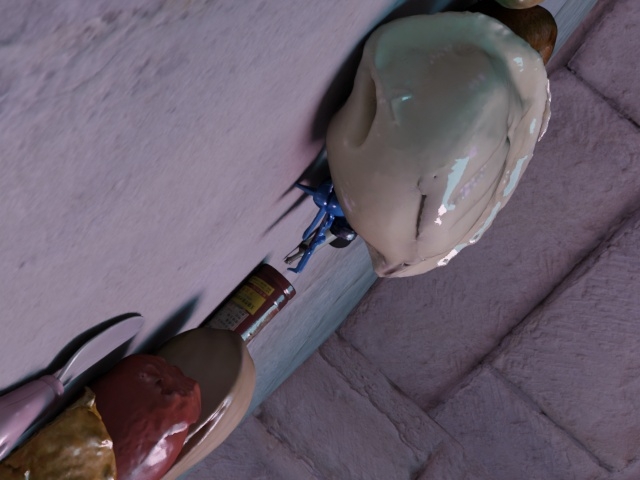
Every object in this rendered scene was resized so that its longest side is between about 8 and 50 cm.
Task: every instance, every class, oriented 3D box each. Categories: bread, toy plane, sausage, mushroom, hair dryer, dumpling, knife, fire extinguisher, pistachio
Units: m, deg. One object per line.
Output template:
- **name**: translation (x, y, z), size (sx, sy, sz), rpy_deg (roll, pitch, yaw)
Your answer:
- **bread**: translation (-0.305, 0.278, 1.093), size (0.229, 0.139, 0.143), rpy_deg (-38, -170, 0)
- **toy plane**: translation (0.034, -0.066, 1.518), size (0.254, 0.105, 0.271), rpy_deg (-64, 165, 11)
- **sausage**: translation (-0.270, 0.266, 1.278), size (0.279, 0.152, 0.152), rpy_deg (-46, 172, 1)
- **mushroom**: translation (0.221, -0.235, 1.496), size (0.278, 0.163, 0.297), rpy_deg (-53, 178, -41)
- **hair dryer**: translation (0.000, 0.000, 1.873), size (0.198, 0.057, 0.100), rpy_deg (-31, 164, -37)
- **dumpling**: translation (0.167, -0.110, 1.291), size (0.315, 0.233, 0.395), rpy_deg (-17, 130, -17)
- **knife**: translation (-0.274, 0.138, 1.100), size (0.081, 0.043, 0.336), rpy_deg (-55, 176, 29)
- **fire extinguisher**: translation (-0.138, 0.160, 1.645), size (0.252, 0.106, 0.075), rpy_deg (-47, -168, -14)
- **pistachio**: translation (-0.203, 0.246, 1.432), size (0.288, 0.166, 0.197), rpy_deg (-50, -150, -7)

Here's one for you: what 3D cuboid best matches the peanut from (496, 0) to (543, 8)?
- **peanut**: translation (0.297, -0.390, 1.362), size (0.086, 0.104, 0.228), rpy_deg (9, -136, 44)
